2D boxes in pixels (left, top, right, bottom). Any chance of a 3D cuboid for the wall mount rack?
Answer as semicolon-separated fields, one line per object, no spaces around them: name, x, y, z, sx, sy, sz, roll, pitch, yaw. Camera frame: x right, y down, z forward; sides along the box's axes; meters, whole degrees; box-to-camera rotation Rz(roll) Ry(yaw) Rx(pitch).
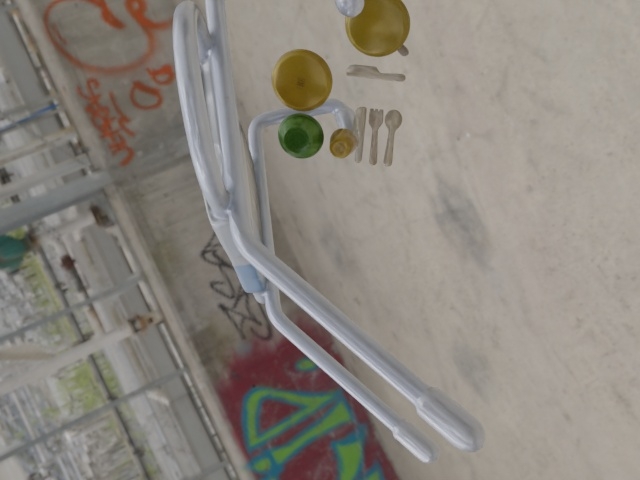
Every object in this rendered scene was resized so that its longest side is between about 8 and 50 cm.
wall mount rack;0.000;0.000;0.540;0.350;0.131;0.304;81;180;-73

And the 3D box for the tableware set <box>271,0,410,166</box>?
tableware set;0.015;-0.133;0.615;0.024;0.104;0.154;-66;-19;-64
